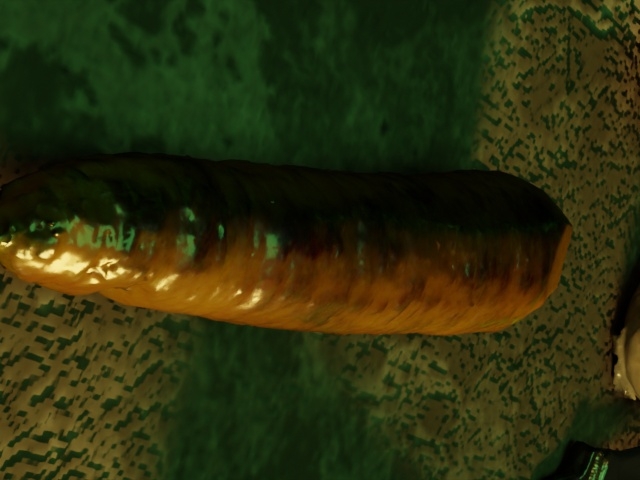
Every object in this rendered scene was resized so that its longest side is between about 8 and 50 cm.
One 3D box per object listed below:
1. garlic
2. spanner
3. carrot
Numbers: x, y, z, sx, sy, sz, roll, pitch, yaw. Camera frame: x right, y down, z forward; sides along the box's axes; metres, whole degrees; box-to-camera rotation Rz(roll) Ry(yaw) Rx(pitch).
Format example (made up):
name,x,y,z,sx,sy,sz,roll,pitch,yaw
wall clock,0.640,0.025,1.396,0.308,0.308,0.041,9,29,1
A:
name,x,y,z,sx,sy,sz,roll,pitch,yaw
garlic,0.203,0.063,0.958,0.152,0.066,0.084,46,60,-49
spanner,0.171,0.119,0.955,0.208,0.012,0.046,-3,101,-48
carrot,0.000,0.000,0.634,0.314,0.066,0.066,4,96,-56
